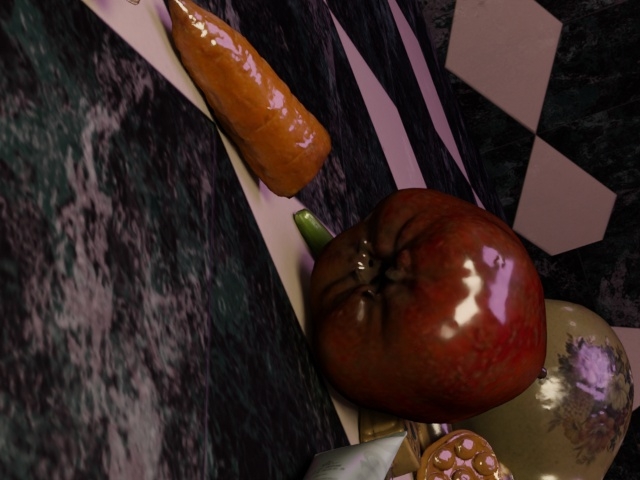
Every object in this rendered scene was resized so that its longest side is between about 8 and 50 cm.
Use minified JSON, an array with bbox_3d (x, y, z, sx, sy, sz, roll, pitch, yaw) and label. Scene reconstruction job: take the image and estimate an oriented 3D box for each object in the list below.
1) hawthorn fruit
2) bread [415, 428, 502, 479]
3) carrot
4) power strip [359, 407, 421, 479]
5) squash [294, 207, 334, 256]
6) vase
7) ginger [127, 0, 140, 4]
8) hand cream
[{"bbox_3d":[0.115,0.075,1.006,0.248,0.208,0.208,37,32,-36],"label":"hawthorn fruit"},{"bbox_3d":[0.147,0.253,1.200,0.110,0.024,0.110,8,75,-31],"label":"bread"},{"bbox_3d":[-0.064,-0.121,0.913,0.205,0.072,0.072,51,24,-42],"label":"carrot"},{"bbox_3d":[0.067,0.130,1.134,0.305,0.044,0.064,-87,155,-57],"label":"power strip"},{"bbox_3d":[0.000,0.001,1.085,0.089,0.027,0.027,54,22,-47],"label":"squash"},{"bbox_3d":[0.223,0.224,1.342,0.329,0.241,0.302,19,62,-38],"label":"vase"},{"bbox_3d":[-0.152,-0.265,0.723,0.193,0.115,0.122,52,1,-36],"label":"ginger"},{"bbox_3d":[0.006,0.181,0.783,0.050,0.078,0.205,67,19,-8],"label":"hand cream"}]
